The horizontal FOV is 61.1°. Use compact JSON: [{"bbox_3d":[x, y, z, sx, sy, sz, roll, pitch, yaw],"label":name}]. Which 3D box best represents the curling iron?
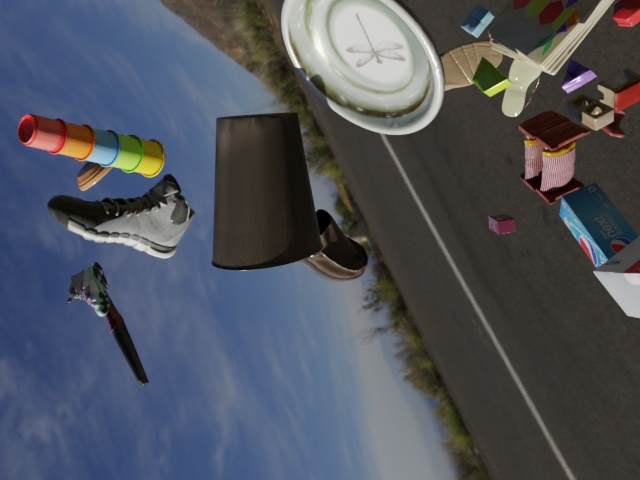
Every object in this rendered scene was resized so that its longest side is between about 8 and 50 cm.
[{"bbox_3d":[-0.408,0.165,1.078,0.274,0.035,0.068,64,161,10],"label":"curling iron"}]

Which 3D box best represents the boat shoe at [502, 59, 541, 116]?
[{"bbox_3d":[0.345,-0.276,0.918,0.049,0.042,0.133,27,137,19],"label":"boat shoe"}]

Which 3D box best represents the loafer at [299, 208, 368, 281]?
[{"bbox_3d":[0.000,0.000,1.374,0.366,0.130,0.133,23,-137,-36],"label":"loafer"}]

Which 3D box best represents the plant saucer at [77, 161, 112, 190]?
[{"bbox_3d":[-0.618,-0.225,1.533,0.037,0.200,0.200,45,-166,-29],"label":"plant saucer"}]

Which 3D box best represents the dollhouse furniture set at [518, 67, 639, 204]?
[{"bbox_3d":[0.752,-0.290,1.516,0.152,0.374,0.201,58,174,48],"label":"dollhouse furniture set"}]

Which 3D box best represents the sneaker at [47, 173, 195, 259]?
[{"bbox_3d":[-0.286,-0.059,0.831,0.086,0.132,0.229,46,-168,32],"label":"sneaker"}]

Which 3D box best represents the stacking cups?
[{"bbox_3d":[-0.486,-0.212,1.187,0.316,0.096,0.096,9,-124,-61],"label":"stacking cups"}]

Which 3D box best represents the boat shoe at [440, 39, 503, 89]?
[{"bbox_3d":[0.312,-0.425,1.370,0.103,0.285,0.092,56,-161,-24],"label":"boat shoe"}]

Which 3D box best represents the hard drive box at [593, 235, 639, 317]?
[{"bbox_3d":[0.522,0.008,0.725,0.089,0.232,0.181,52,179,3],"label":"hard drive box"}]

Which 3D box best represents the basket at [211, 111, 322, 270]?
[{"bbox_3d":[-0.093,-0.087,0.872,0.154,0.204,0.227,10,110,42],"label":"basket"}]

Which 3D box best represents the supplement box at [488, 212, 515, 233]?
[{"bbox_3d":[0.545,-0.051,1.632,0.083,0.055,0.043,-89,-8,-76],"label":"supplement box"}]

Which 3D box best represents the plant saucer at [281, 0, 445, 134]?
[{"bbox_3d":[0.102,-0.408,1.164,0.400,0.100,0.400,31,158,14],"label":"plant saucer"}]

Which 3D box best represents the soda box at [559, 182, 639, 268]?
[{"bbox_3d":[0.527,-0.003,0.999,0.067,0.071,0.210,63,-173,-52],"label":"soda box"}]

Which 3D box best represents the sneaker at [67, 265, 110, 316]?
[{"bbox_3d":[-0.417,0.100,0.963,0.038,0.069,0.098,58,-173,-65],"label":"sneaker"}]

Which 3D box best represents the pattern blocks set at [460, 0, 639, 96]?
[{"bbox_3d":[0.353,-0.346,0.842,0.026,0.285,0.325,24,-144,-33],"label":"pattern blocks set"}]
